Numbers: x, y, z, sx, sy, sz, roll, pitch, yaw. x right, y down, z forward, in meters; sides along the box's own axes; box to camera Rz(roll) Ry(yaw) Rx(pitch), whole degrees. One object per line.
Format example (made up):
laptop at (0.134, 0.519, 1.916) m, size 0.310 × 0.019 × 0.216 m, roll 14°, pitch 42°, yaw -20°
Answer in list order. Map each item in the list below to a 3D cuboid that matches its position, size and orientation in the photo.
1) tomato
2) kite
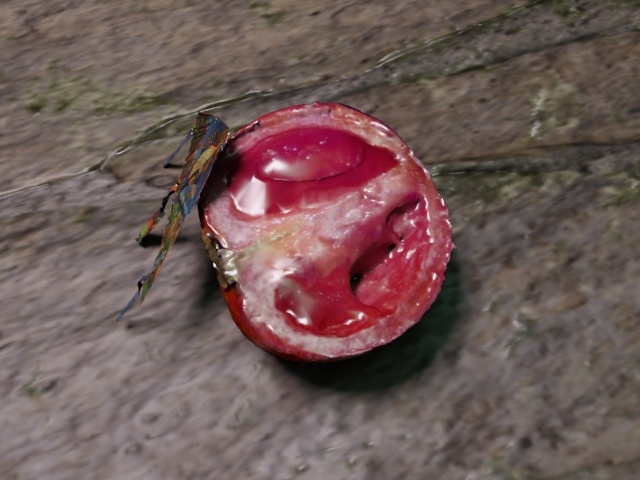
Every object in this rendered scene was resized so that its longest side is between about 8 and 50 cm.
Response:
tomato at (0.000, 0.000, 0.520) m, size 0.173 × 0.099 × 0.189 m, roll -19°, pitch 73°, yaw -18°
kite at (-0.105, -0.037, 0.513) m, size 0.010 × 0.160 × 0.182 m, roll 25°, pitch 51°, yaw -24°
